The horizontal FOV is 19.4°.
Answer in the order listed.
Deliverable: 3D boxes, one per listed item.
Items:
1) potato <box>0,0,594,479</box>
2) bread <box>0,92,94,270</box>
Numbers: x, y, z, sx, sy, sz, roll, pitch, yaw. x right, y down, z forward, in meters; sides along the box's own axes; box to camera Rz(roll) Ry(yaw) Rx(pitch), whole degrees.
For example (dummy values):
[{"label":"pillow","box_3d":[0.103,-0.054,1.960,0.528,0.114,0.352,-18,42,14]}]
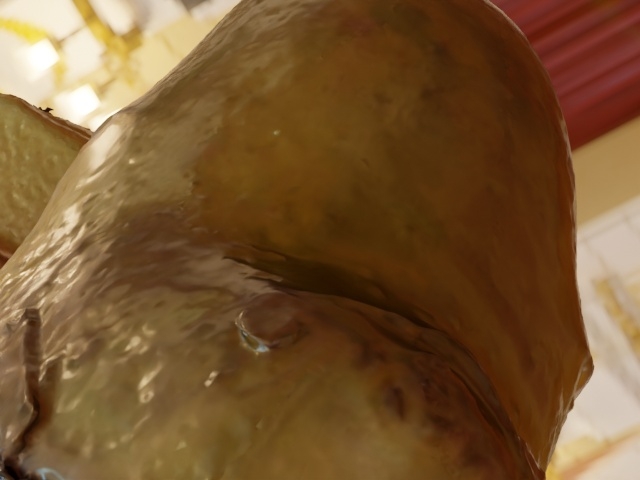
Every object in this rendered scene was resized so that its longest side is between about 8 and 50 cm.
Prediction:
[{"label":"potato","box_3d":[0.000,0.000,0.819,0.290,0.296,0.397,24,174,-1]},{"label":"bread","box_3d":[-0.272,-0.012,1.624,0.178,0.240,0.135,33,-174,-8]}]
